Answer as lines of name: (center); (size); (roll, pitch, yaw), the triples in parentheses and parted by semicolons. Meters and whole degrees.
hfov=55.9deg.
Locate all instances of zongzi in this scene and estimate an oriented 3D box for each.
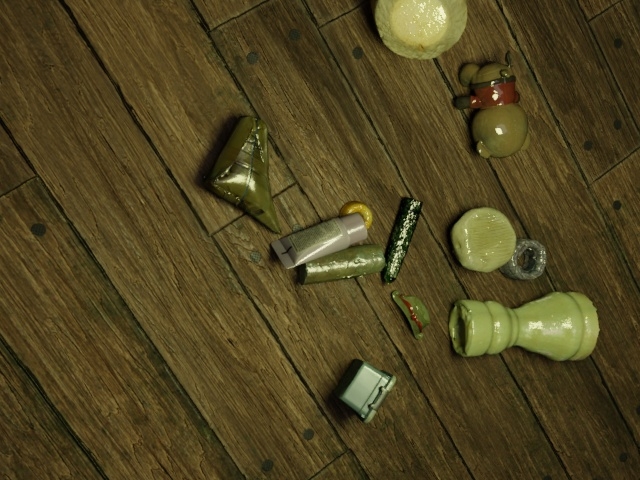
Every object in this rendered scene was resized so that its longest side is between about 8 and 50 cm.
zongzi: (-0.168, -0.194, 1.763); (0.289, 0.123, 0.260); (32, 79, -26)

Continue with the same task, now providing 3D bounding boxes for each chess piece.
chess piece: (0.654, 0.281, 1.983); (0.442, 0.234, 0.234); (2, 91, -12)

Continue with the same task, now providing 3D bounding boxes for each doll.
doll: (0.574, -0.432, 1.954); (0.235, 0.174, 0.330); (-14, 94, -23)

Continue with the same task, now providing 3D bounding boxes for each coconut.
coconut: (0.293, -0.701, 1.816); (0.328, 0.329, 0.329); (0, 91, -17)

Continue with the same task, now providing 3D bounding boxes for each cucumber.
cucumber: (0.253, 0.004, 1.920); (0.067, 0.067, 0.294); (20, 87, -17)

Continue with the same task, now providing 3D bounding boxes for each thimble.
thimble: (0.678, 0.063, 2.036); (0.150, 0.098, 0.150); (-1, 92, -18)

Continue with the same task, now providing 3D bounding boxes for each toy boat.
toy boat: (0.299, 0.233, 1.936); (0.185, 0.071, 0.089); (60, 34, -10)

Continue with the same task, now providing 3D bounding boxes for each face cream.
face cream: (0.000, 0.000, 1.792); (0.273, 0.154, 0.096); (-19, 128, -12)

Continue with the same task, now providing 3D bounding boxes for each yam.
yam: (0.062, 0.071, 1.840); (0.259, 0.106, 0.106); (-7, 93, -16)

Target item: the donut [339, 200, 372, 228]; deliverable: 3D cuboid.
donut: (0.117, -0.076, 1.888); (0.108, 0.043, 0.097); (34, 82, -20)

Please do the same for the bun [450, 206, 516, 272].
bun: (0.519, -0.005, 1.966); (0.231, 0.133, 0.231); (0, 90, -18)

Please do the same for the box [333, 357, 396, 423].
box: (0.132, 0.447, 1.815); (0.130, 0.227, 0.162); (35, 81, 0)
